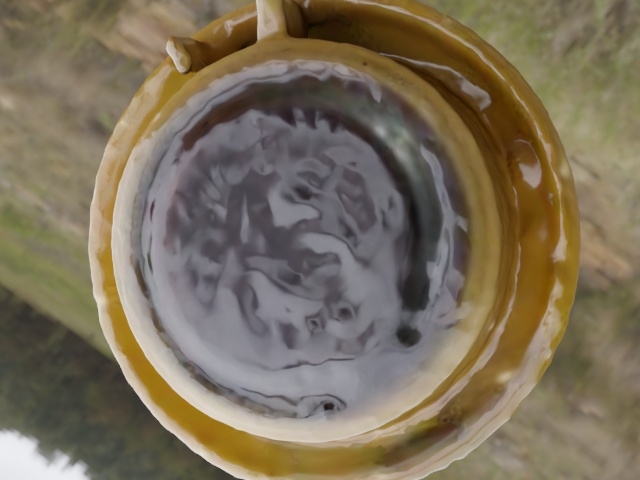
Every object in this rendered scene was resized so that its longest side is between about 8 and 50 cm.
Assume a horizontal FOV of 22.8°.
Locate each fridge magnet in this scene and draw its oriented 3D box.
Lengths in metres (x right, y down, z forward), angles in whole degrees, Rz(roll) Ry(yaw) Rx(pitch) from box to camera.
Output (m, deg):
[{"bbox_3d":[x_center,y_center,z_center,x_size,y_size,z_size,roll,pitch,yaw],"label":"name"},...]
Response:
[{"bbox_3d":[0.000,0.000,0.440,0.143,0.143,0.063,37,-172,14],"label":"fridge magnet"}]
